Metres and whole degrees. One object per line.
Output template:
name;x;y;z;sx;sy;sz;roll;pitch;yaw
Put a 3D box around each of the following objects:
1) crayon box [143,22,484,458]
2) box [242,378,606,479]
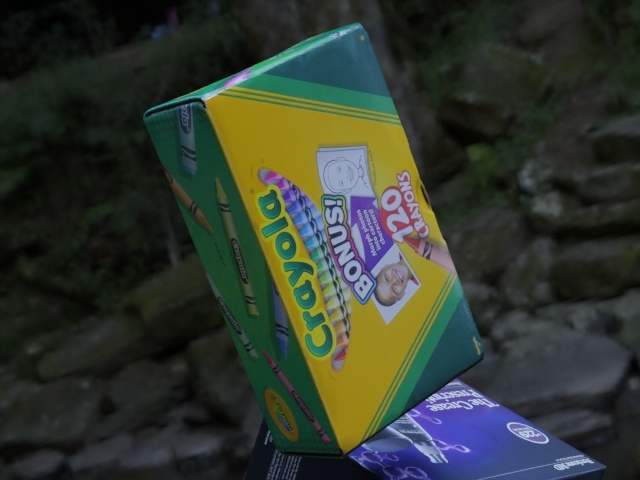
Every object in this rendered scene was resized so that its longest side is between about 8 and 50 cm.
crayon box;0.000;0.000;1.131;0.165;0.279;0.081;-30;14;-37
box;0.091;0.207;1.302;0.184;0.103;0.261;32;21;36
